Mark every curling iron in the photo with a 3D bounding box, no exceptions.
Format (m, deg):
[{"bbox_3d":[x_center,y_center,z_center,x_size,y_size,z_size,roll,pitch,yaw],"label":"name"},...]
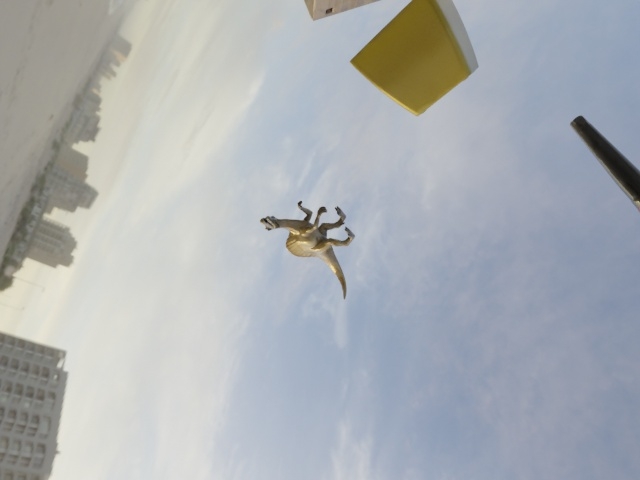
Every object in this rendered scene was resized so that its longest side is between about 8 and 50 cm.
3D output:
[{"bbox_3d":[0.387,-0.039,0.570,0.274,0.068,0.035,62,-25,11],"label":"curling iron"}]

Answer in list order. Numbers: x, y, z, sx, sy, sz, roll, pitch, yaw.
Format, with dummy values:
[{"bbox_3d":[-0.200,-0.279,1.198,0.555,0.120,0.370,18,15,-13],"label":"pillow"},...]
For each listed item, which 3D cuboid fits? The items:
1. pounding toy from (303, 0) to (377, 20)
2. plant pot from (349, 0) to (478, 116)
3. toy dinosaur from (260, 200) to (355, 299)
[{"bbox_3d":[0.019,-0.236,0.293,0.206,0.094,0.181,110,-41,-79],"label":"pounding toy"},{"bbox_3d":[0.229,-0.402,1.064,0.212,0.187,0.212,-36,-174,34],"label":"plant pot"},{"bbox_3d":[0.000,0.000,0.671,0.092,0.183,0.053,-37,-150,22],"label":"toy dinosaur"}]
